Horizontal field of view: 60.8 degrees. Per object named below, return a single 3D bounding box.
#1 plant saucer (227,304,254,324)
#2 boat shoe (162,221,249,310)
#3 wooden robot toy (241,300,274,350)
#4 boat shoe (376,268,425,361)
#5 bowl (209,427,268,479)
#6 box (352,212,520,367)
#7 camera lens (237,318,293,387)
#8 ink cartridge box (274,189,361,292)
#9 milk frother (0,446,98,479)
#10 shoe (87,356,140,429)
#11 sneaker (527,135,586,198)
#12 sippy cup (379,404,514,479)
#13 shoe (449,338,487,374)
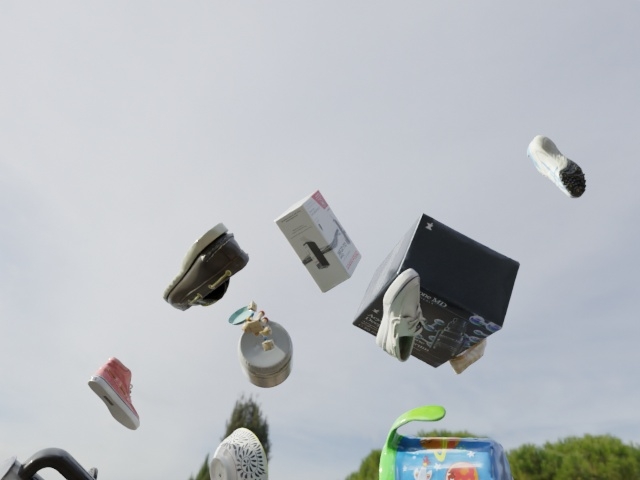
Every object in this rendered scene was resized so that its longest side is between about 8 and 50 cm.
[{"bbox_3d":[-0.300,0.293,2.110,0.119,0.119,0.021,-15,-68,29],"label":"plant saucer"},{"bbox_3d":[-0.165,0.059,0.778,0.069,0.081,0.228,45,-36,2],"label":"boat shoe"},{"bbox_3d":[-0.211,0.277,1.752,0.079,0.076,0.173,-19,-74,19],"label":"wooden robot toy"},{"bbox_3d":[0.191,0.178,1.234,0.096,0.088,0.267,-25,-39,-35],"label":"boat shoe"},{"bbox_3d":[-0.200,0.525,1.249,0.080,0.170,0.170,1,-22,-43],"label":"bowl"},{"bbox_3d":[0.305,0.155,1.522,0.294,0.212,0.395,28,-31,0],"label":"box"},{"bbox_3d":[-0.220,0.463,2.214,0.220,0.219,0.274,5,-30,0],"label":"camera lens"},{"bbox_3d":[0.000,0.000,1.718,0.114,0.197,0.272,-29,-81,22],"label":"ink cartridge box"},{"bbox_3d":[-0.365,0.333,0.712,0.134,0.129,0.143,51,-29,-15],"label":"milk frother"},{"bbox_3d":[-0.463,0.359,1.282,0.064,0.081,0.178,-10,-60,31],"label":"shoe"},{"bbox_3d":[0.683,-0.205,1.582,0.085,0.237,0.086,-13,-37,-12],"label":"sneaker"},{"bbox_3d":[0.269,0.503,1.108,0.224,0.240,0.305,-18,-51,25],"label":"sippy cup"},{"bbox_3d":[0.466,0.356,1.719,0.077,0.058,0.219,-22,-3,42],"label":"shoe"}]
